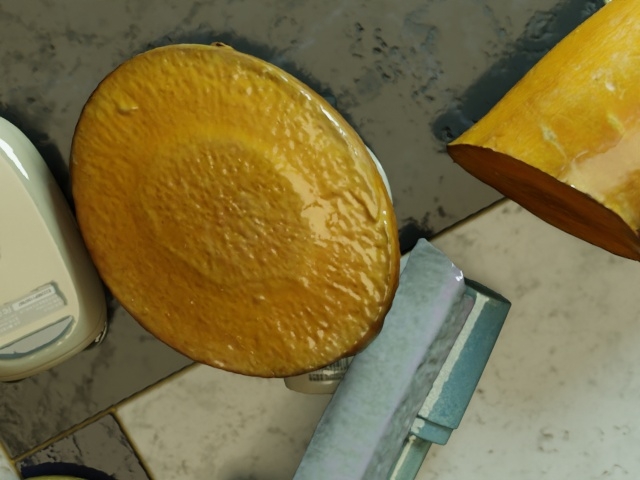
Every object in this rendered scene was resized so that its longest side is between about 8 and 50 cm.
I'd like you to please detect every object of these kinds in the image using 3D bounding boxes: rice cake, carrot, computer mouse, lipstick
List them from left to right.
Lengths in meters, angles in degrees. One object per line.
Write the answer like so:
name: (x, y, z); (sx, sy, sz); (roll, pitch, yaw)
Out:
computer mouse: (-0.277, 0.006, 1.489); (0.145, 0.082, 0.236); (-27, 101, 2)
carrot: (-0.067, -0.021, 1.440); (0.307, 0.100, 0.258); (42, 112, 7)
rice cake: (0.030, 0.169, 1.445); (0.073, 0.056, 0.365); (18, 73, 31)
lipstick: (0.083, 0.165, 1.537); (0.068, 0.061, 0.274); (24, 98, -8)
carrot: (0.293, -0.113, 1.427); (0.331, 0.193, 0.214); (-42, 59, 1)

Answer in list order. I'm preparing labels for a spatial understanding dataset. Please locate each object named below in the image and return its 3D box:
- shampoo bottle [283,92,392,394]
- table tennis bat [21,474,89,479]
shampoo bottle: (0.000, 0.000, 1.498); (0.127, 0.078, 0.257); (-1, 101, 13)
table tennis bat: (-0.227, 0.367, 1.568); (0.198, 0.050, 0.320); (-12, 99, -5)
